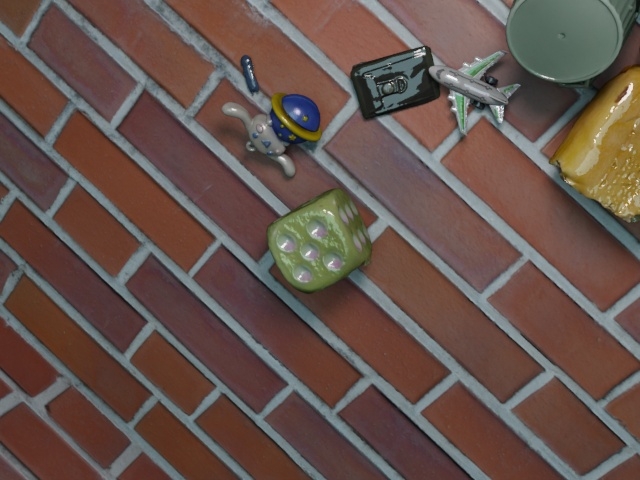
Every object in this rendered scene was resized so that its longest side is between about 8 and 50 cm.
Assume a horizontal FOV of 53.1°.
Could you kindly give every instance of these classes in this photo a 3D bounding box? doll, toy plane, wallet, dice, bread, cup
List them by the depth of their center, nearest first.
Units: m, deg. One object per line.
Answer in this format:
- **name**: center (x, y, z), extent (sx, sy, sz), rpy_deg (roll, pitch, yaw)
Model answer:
- **cup**: center (0.659, -0.571, 1.558), extent (0.401, 0.392, 0.310), rpy_deg (44, 147, -20)
- **bread**: center (0.851, -0.259, 1.688), extent (0.361, 0.250, 0.394), rpy_deg (31, 106, 4)
- **toy plane**: center (0.428, -0.438, 1.829), extent (0.255, 0.101, 0.251), rpy_deg (27, 109, 11)
- **wallet**: center (0.223, -0.471, 1.905), extent (0.245, 0.052, 0.168), rpy_deg (-13, 104, 15)
- **doll**: center (-0.139, -0.373, 1.963), extent (0.311, 0.159, 0.242), rpy_deg (30, 140, -23)
- **dice**: center (0.000, 0.000, 1.975), extent (0.250, 0.252, 0.254), rpy_deg (-25, 98, 20)
- **doll**: center (-0.222, -0.523, 2.022), extent (0.037, 0.027, 0.125), rpy_deg (-11, 104, 18)
